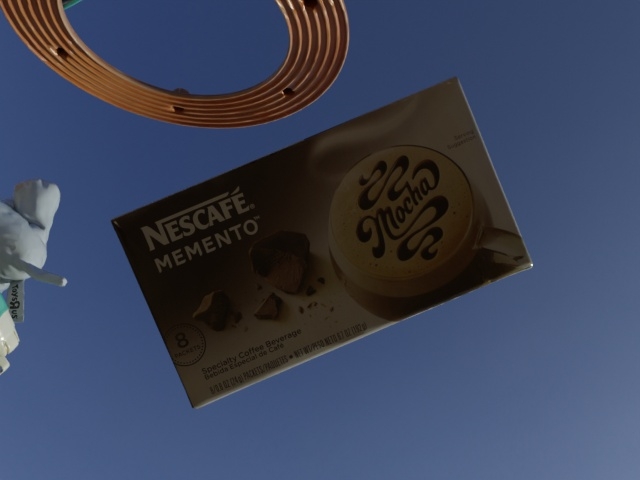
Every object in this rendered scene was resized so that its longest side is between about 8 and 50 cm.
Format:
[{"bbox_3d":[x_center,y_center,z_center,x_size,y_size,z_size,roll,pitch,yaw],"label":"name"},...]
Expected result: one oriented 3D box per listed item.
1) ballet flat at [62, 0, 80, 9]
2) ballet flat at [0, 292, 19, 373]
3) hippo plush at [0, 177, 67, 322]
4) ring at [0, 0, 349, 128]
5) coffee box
[{"bbox_3d":[-0.206,-0.321,0.698,0.281,0.095,0.096,-15,-42,17],"label":"ballet flat"},{"bbox_3d":[-0.500,0.153,1.007,0.087,0.083,0.247,31,-52,-9],"label":"ballet flat"},{"bbox_3d":[-0.583,-0.018,1.089,0.234,0.294,0.236,-37,-47,14],"label":"hippo plush"},{"bbox_3d":[-0.138,-0.215,0.658,0.337,0.032,0.336,4,-25,2],"label":"ring"},{"bbox_3d":[0.000,0.000,0.580,0.297,0.119,0.168,-22,-87,-2],"label":"coffee box"}]
